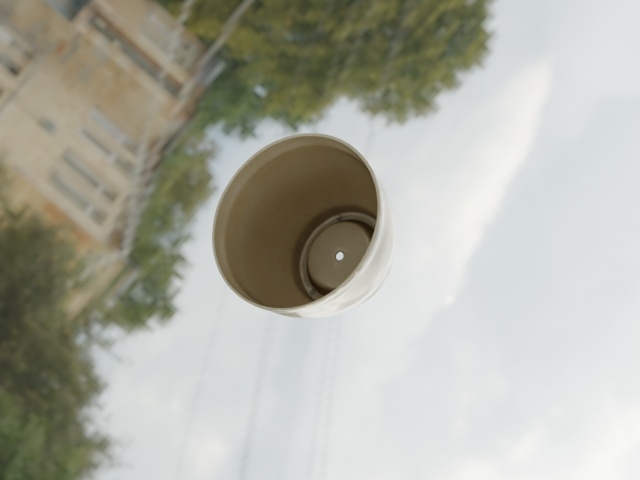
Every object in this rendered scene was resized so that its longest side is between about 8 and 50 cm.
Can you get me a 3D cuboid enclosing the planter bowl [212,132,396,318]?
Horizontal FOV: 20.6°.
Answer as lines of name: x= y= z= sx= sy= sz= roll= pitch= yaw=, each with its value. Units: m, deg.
planter bowl: x=0.000 y=0.000 z=1.554 sx=0.162 sy=0.109 sz=0.162 roll=-10 pitch=-113 yaw=23
